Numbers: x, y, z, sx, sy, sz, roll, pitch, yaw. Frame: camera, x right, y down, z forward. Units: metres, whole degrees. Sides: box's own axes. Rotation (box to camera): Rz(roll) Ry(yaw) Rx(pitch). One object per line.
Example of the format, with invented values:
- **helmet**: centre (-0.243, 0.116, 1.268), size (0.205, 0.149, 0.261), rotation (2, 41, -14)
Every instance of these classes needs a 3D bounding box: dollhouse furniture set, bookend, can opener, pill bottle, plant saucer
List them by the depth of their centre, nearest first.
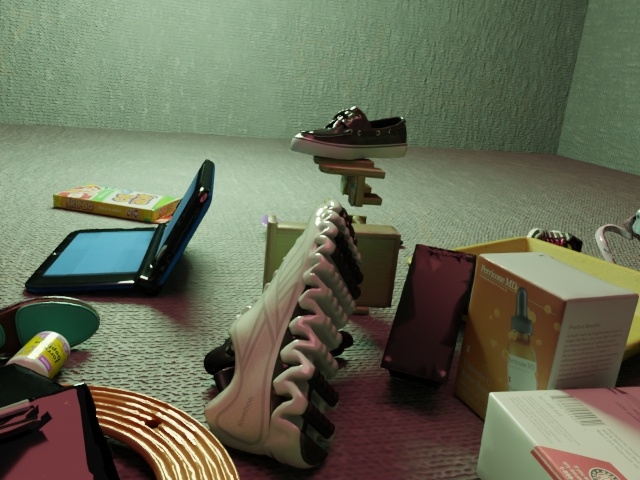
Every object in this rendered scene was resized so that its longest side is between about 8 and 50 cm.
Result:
- **pill bottle**: centre (-0.292, 0.129, 0.587), size (0.043, 0.043, 0.083), rotation (5, 17, -2)
- **can opener**: centre (-0.045, 0.132, 0.662), size (0.186, 0.073, 0.059), rotation (-4, -20, -38)
- **bookend**: centre (0.134, 0.113, 0.695), size (0.072, 0.156, 0.157), rotation (12, 62, 19)
- **dollhouse furniture set**: centre (0.000, 0.000, 0.810), size (0.161, 0.212, 0.242), rotation (3, 16, -8)
- **plant saucer**: centre (0.349, 0.091, 0.858), size (0.333, 0.081, 0.333), rotation (-8, 22, -38)

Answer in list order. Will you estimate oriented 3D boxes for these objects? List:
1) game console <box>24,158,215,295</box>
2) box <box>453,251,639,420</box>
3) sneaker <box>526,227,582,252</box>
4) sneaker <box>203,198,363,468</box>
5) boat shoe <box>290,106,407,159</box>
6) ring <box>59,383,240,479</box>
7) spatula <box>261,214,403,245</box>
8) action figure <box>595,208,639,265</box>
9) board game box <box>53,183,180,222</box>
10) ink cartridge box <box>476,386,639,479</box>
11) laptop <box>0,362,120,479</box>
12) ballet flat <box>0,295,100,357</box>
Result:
- **game console**: centre (-0.304, -0.037, 0.932), size (0.173, 0.250, 0.293), rotation (29, 11, -17)
- **box**: centre (0.222, 0.111, 0.590), size (0.091, 0.170, 0.130), rotation (-2, 17, -22)
- **sneaker**: centre (0.487, 0.010, 1.192), size (0.170, 0.063, 0.075), rotation (-3, 12, -41)
- **sneaker**: centre (-0.030, 0.073, 0.582), size (0.118, 0.110, 0.292), rotation (-2, 49, 23)
- **boat shoe**: centre (0.052, -0.165, 0.875), size (0.228, 0.076, 0.080), rotation (-6, 19, -37)
- **ring**: centre (-0.223, 0.201, 0.398), size (0.337, 0.032, 0.336), rotation (6, 17, -2)
- **spatula**: centre (0.025, -0.016, 1.188), size (0.297, 0.030, 0.084), rotation (6, 18, 0)
- **action figure**: centre (0.774, 0.040, 1.100), size (0.370, 0.248, 0.276), rotation (10, -30, -32)
- **board game box**: centre (-0.432, -0.082, 1.259), size (0.259, 0.039, 0.124), rotation (12, 18, 10)
- **ink cartridge box**: centre (0.263, 0.195, 0.464), size (0.218, 0.092, 0.158), rotation (0, 18, -12)
- **laptop**: centre (-0.282, 0.220, 0.237), size (0.382, 0.236, 0.408), rotation (-13, 57, -35)
- **ballet flat**: centre (-0.349, 0.099, 0.642), size (0.188, 0.070, 0.070), rotation (-4, 19, -40)
